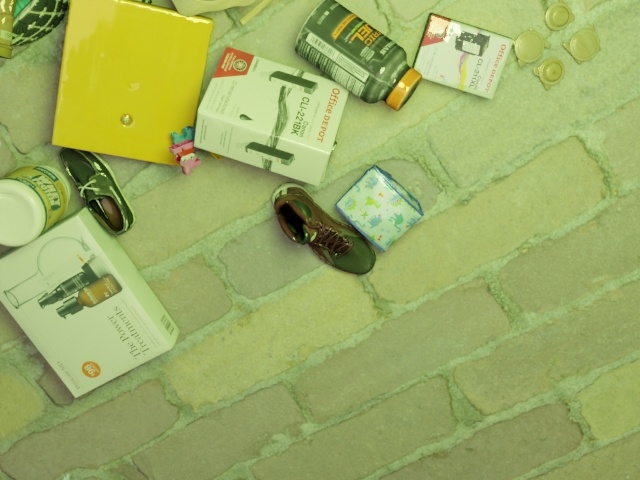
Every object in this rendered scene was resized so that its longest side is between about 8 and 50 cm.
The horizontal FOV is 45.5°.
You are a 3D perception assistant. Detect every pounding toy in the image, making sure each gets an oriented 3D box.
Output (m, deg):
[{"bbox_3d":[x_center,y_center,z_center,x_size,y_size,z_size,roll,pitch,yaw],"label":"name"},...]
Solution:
[{"bbox_3d":[-0.183,-0.515,1.467,0.269,0.155,0.154,-10,137,3],"label":"pounding toy"}]

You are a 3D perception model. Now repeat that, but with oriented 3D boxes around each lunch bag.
[{"bbox_3d":[0.126,-0.074,1.655,0.151,0.096,0.129,39,107,-19],"label":"lunch bag"}]

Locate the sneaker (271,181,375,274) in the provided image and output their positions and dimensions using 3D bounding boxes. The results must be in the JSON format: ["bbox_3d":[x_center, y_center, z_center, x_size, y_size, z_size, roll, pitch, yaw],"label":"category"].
[{"bbox_3d":[0.000,0.000,1.652,0.281,0.162,0.106,38,107,-9],"label":"sneaker"}]

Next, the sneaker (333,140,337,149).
[{"bbox_3d":[-0.002,-0.194,1.655,0.083,0.031,0.035,-35,103,14],"label":"sneaker"}]

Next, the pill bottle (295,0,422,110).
[{"bbox_3d":[0.081,-0.361,1.516,0.245,0.130,0.130,36,108,5],"label":"pill bottle"}]

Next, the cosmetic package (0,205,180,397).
[{"bbox_3d":[-0.552,0.146,1.772,0.284,0.097,0.377,-28,106,14],"label":"cosmetic package"}]

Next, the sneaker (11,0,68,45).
[{"bbox_3d":[-0.573,-0.523,1.561,0.110,0.107,0.275,39,103,11],"label":"sneaker"}]

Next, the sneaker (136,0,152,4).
[{"bbox_3d":[-0.386,-0.465,1.583,0.058,0.052,0.135,19,113,15],"label":"sneaker"}]

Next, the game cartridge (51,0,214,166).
[{"bbox_3d":[-0.391,-0.330,1.582,0.285,0.053,0.324,9,110,-18],"label":"game cartridge"}]

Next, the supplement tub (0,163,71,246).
[{"bbox_3d":[-0.633,-0.082,1.645,0.144,0.200,0.144,1,110,3],"label":"supplement tub"}]

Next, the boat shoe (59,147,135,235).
[{"bbox_3d":[-0.497,-0.115,1.691,0.084,0.079,0.233,-30,103,14],"label":"boat shoe"}]

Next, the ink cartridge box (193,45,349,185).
[{"bbox_3d":[-0.095,-0.251,1.544,0.272,0.197,0.114,18,146,-4],"label":"ink cartridge box"}]

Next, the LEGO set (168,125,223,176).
[{"bbox_3d":[-0.230,-0.203,1.625,0.227,0.087,0.093,-28,128,-31],"label":"LEGO set"}]

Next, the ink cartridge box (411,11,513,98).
[{"bbox_3d":[0.287,-0.376,1.553,0.175,0.072,0.127,16,108,-2],"label":"ink cartridge box"}]

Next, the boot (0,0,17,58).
[{"bbox_3d":[-0.683,-0.510,1.517,0.236,0.089,0.270,12,94,13],"label":"boot"}]

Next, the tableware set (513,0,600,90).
[{"bbox_3d":[0.480,-0.398,1.554,0.168,0.020,0.141,-41,107,6],"label":"tableware set"}]
